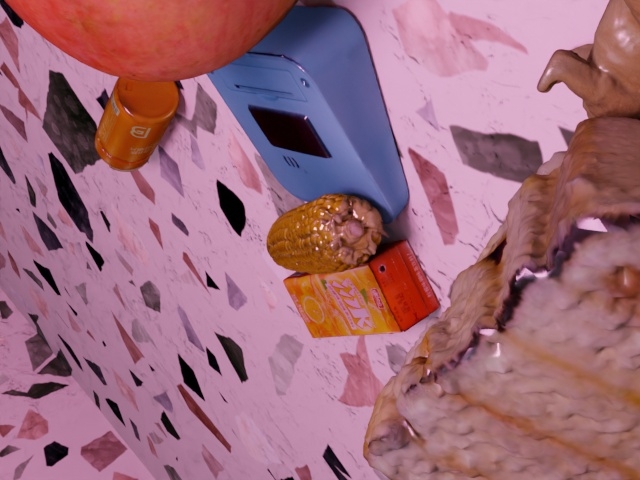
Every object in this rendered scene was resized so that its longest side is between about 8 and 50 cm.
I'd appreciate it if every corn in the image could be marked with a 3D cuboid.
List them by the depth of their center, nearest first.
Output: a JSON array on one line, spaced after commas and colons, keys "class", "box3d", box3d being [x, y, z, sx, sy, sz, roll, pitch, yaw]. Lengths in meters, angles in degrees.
[{"class": "corn", "box3d": [-0.004, -0.003, 1.254, 0.091, 0.091, 0.260, 45, 164, -9]}]

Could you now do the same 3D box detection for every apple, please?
[{"class": "apple", "box3d": [-0.155, -0.330, 0.955, 0.364, 0.364, 0.364, 39, 147, 32]}]

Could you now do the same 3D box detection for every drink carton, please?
[{"class": "drink carton", "box3d": [0.046, 0.066, 1.312, 0.223, 0.071, 0.096, -15, 105, 60]}]

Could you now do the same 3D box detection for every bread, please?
[{"class": "bread", "box3d": [0.226, 0.047, 0.787, 0.239, 0.264, 0.395, 29, 135, 0]}]

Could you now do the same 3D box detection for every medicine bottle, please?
[{"class": "medicine bottle", "box3d": [-0.278, -0.182, 1.565, 0.096, 0.096, 0.192, 56, 152, 4]}]

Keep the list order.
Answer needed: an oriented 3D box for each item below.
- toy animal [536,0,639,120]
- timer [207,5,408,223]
[{"class": "toy animal", "box3d": [0.233, -0.142, 0.797, 0.101, 0.103, 0.219, 26, 140, 9]}, {"class": "timer", "box3d": [-0.007, -0.144, 1.216, 0.232, 0.091, 0.250, 18, 145, 50]}]
